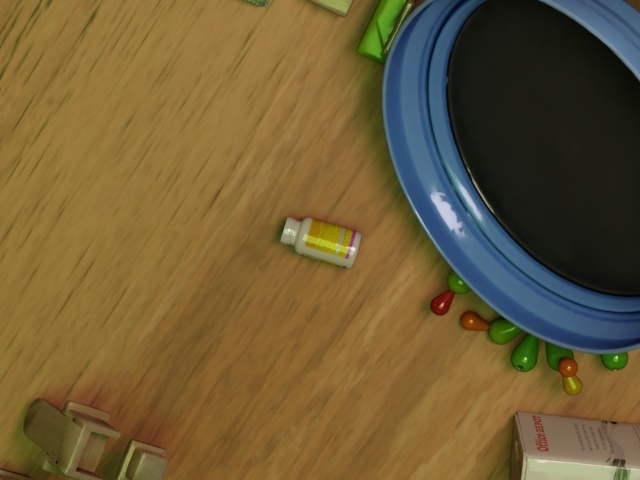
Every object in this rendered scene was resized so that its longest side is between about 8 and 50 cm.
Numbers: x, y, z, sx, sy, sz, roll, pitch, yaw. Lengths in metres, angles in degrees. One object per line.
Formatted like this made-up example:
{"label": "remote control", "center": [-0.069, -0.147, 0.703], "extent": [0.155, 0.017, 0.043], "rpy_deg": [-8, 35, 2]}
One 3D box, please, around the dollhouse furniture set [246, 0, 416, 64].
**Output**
{"label": "dollhouse furniture set", "center": [-0.027, -0.324, 1.622], "extent": [0.301, 0.151, 0.197], "rpy_deg": [26, 101, -2]}

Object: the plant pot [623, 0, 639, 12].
{"label": "plant pot", "center": [0.329, -0.147, 1.595], "extent": [0.229, 0.263, 0.263], "rpy_deg": [-28, 100, 39]}

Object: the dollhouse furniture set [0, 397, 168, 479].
{"label": "dollhouse furniture set", "center": [-0.199, 0.362, 1.822], "extent": [0.355, 0.174, 0.303], "rpy_deg": [22, 89, -31]}

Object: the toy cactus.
{"label": "toy cactus", "center": [0.245, 0.056, 1.720], "extent": [0.219, 0.112, 0.180], "rpy_deg": [25, 91, 6]}

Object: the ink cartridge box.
{"label": "ink cartridge box", "center": [0.309, 0.254, 1.722], "extent": [0.203, 0.148, 0.086], "rpy_deg": [5, 103, 2]}

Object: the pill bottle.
{"label": "pill bottle", "center": [0.000, 0.000, 1.739], "extent": [0.083, 0.043, 0.043], "rpy_deg": [17, 101, -1]}

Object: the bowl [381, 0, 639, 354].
{"label": "bowl", "center": [0.224, -0.077, 1.531], "extent": [0.077, 0.391, 0.391], "rpy_deg": [-33, 100, -32]}
